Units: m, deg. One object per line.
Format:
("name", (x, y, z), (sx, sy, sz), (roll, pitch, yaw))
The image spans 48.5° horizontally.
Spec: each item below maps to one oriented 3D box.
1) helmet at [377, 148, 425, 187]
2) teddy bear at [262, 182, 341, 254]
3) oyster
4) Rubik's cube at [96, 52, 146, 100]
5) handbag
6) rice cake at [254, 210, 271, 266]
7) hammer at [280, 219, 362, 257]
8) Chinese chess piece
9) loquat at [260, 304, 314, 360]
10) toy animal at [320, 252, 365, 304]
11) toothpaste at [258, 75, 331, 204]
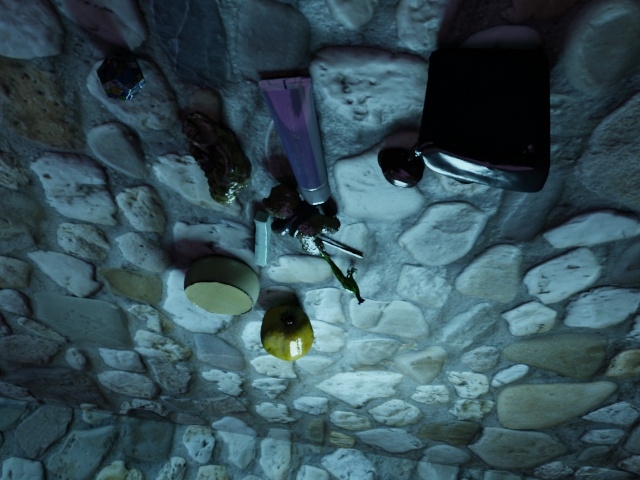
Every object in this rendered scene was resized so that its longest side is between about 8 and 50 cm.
("helmet", (0.200, -0.174, 1.781), (0.123, 0.070, 0.098), (14, 145, -8))
("teddy bear", (-0.042, -0.058, 1.950), (0.182, 0.129, 0.251), (-47, 120, 8))
("oyster", (-0.278, -0.201, 1.843), (0.166, 0.094, 0.294), (-5, 137, 33))
("Rubik's cube", (-0.456, -0.374, 1.627), (0.093, 0.111, 0.111), (43, 140, -1))
("handbag", (0.331, -0.242, 1.468), (0.275, 0.301, 0.178), (3, 151, 13))
("rice cake", (-0.175, 0.000, 2.135), (0.045, 0.042, 0.245), (19, 144, 6))
("hammer", (0.000, 0.000, 2.114), (0.292, 0.029, 0.058), (22, 145, -21))
("Chinese chess piece", (-0.325, 0.153, 2.334), (0.250, 0.103, 0.249), (6, 146, 4))
("loquat", (-0.114, 0.315, 2.450), (0.187, 0.176, 0.234), (7, 134, 2))
("toy animal", (0.073, 0.102, 2.218), (0.041, 0.075, 0.217), (-31, 100, 39))
("toothpaste", (-0.045, -0.242, 1.744), (0.125, 0.080, 0.371), (-2, 139, 15))
